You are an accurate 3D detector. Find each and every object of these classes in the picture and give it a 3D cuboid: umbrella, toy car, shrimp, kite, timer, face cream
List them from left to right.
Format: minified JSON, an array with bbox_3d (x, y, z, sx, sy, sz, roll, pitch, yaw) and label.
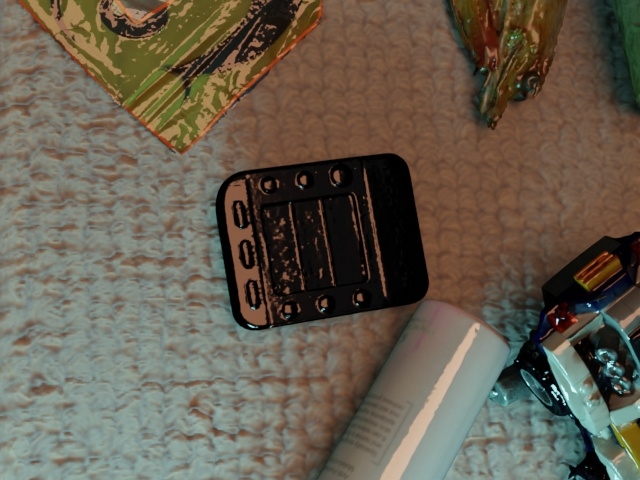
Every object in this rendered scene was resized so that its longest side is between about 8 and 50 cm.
[{"bbox_3d":[-0.156,-0.264,1.111,0.327,0.013,0.378,-3,84,-15],"label":"kite"},{"bbox_3d":[0.000,0.000,1.099,0.187,0.055,0.144,-8,87,-20],"label":"timer"},{"bbox_3d":[0.048,0.220,1.056,0.102,0.102,0.346,33,76,-9],"label":"face cream"},{"bbox_3d":[0.178,-0.252,1.181,0.154,0.062,0.294,6,78,-2],"label":"shrimp"},{"bbox_3d":[0.256,0.091,1.151,0.235,0.059,0.066,-25,105,-18],"label":"umbrella"},{"bbox_3d":[0.291,0.129,1.085,0.193,0.118,0.301,-37,125,-9],"label":"toy car"}]

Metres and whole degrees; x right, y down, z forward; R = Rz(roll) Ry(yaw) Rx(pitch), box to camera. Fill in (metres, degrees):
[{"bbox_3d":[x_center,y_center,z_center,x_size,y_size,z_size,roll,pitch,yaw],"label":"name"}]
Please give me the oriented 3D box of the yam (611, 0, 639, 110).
[{"bbox_3d":[0.371,-0.280,1.163,0.195,0.195,0.300,-9,85,-16],"label":"yam"}]
